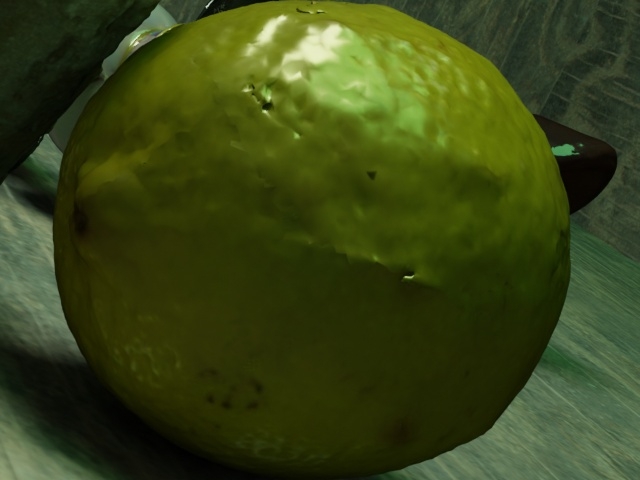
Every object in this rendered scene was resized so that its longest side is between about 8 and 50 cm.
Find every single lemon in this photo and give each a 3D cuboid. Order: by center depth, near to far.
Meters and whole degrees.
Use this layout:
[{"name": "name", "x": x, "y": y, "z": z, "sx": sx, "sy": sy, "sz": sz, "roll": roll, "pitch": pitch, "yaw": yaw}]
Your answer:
[{"name": "lemon", "x": -0.002, "y": 0.000, "z": 0.834, "sx": 0.260, "sy": 0.260, "sz": 0.284, "roll": 36, "pitch": -2, "yaw": 46}]

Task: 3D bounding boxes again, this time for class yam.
[{"name": "yam", "x": -0.177, "y": -0.105, "z": 0.855, "sx": 0.133, "sy": 0.330, "sz": 0.133, "roll": 30, "pitch": 41, "yaw": -30}]

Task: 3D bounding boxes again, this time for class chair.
[{"name": "chair", "x": 0.062, "y": -0.082, "z": 1.560, "sx": 0.401, "sy": 0.226, "sz": 0.226, "roll": 28, "pitch": 9, "yaw": 12}]

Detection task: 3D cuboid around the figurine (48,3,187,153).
[{"name": "figurine", "x": -0.206, "y": -0.130, "z": 1.229, "sx": 0.263, "sy": 0.142, "sz": 0.189, "roll": 13, "pitch": -3, "yaw": 32}]
